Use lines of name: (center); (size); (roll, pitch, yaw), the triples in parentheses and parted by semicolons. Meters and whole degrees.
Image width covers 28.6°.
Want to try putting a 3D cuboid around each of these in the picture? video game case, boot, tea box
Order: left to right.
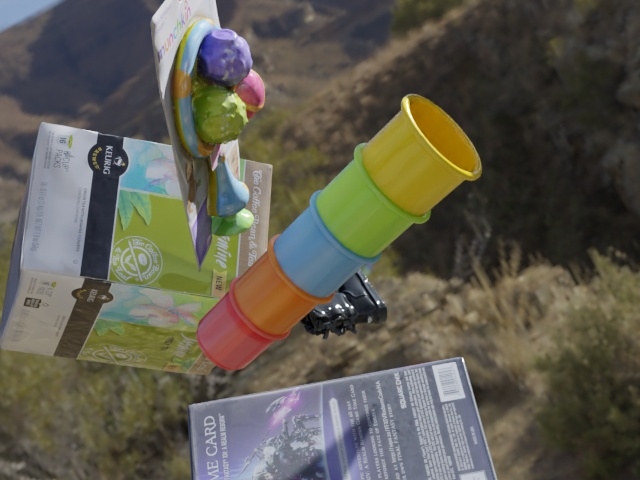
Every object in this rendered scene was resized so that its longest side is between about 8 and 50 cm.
tea box: (-0.265, 0.026, 1.764); (0.323, 0.220, 0.329); (8, -25, -15)
boot: (0.016, 0.075, 1.532); (0.099, 0.045, 0.121); (-8, 30, -22)
video game case: (0.018, 0.208, 1.159); (0.274, 0.026, 0.196); (-11, 43, 0)

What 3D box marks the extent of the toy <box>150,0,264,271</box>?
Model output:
toy: (-0.078, -0.105, 1.021); (0.056, 0.237, 0.137); (7, 40, 10)

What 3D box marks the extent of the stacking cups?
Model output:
stacking cups: (0.000, 0.000, 1.140); (0.316, 0.096, 0.096); (-40, 1, 27)
